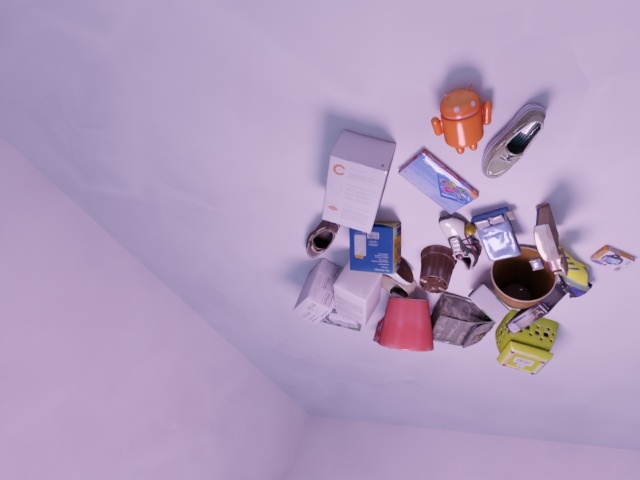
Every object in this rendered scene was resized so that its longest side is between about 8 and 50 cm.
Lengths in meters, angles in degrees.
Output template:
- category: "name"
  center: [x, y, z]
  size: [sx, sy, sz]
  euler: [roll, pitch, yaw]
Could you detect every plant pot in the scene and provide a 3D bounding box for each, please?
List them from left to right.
- category: "plant pot"
  center: [0.430, 0.406, 2.160]
  size: [0.275, 0.243, 0.275]
  euler: [4, 174, 0]
- category: "plant pot"
  center: [0.513, 0.135, 1.931]
  size: [0.167, 0.165, 0.167]
  euler: [14, 141, 12]
- category: "plant pot"
  center: [0.827, 0.189, 1.812]
  size: [0.237, 0.237, 0.254]
  euler: [7, 153, 20]
- category: "plant pot"
  center: [0.976, 0.497, 2.084]
  size: [0.228, 0.207, 0.227]
  euler: [16, 141, 11]

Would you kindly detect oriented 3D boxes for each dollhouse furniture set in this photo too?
- category: "dollhouse furniture set"
  center: [0.717, 0.039, 1.619]
  size: [0.304, 0.198, 0.286]
  euler: [-16, 106, 34]

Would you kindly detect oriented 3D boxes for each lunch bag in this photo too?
- category: "lunch bag"
  center: [0.706, 0.411, 2.157]
  size: [0.287, 0.168, 0.235]
  euler: [12, 141, 5]

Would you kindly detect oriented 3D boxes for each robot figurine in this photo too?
- category: "robot figurine"
  center: [0.449, -0.384, 1.390]
  size: [0.158, 0.128, 0.219]
  euler: [18, 145, 38]

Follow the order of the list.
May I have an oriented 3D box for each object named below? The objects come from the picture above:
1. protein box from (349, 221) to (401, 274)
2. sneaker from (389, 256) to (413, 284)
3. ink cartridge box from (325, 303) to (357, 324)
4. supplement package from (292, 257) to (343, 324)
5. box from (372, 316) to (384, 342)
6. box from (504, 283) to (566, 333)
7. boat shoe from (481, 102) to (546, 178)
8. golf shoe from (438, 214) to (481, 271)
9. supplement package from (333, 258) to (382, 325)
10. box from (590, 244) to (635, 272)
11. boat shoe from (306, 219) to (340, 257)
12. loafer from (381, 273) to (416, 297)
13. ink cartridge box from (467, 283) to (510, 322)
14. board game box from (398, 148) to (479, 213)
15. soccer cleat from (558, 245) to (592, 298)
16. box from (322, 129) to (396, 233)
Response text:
- category: "protein box"
  center: [0.240, 0.027, 1.896]
  size: [0.200, 0.136, 0.201]
  euler: [3, 104, 24]
- category: "sneaker"
  center: [0.312, 0.112, 2.065]
  size: [0.290, 0.106, 0.123]
  euler: [42, 142, -5]
- category: "ink cartridge box"
  center: [0.088, 0.403, 2.447]
  size: [0.289, 0.121, 0.211]
  euler: [11, 160, 16]
- category: "supplement package"
  center: [-0.008, 0.265, 2.262]
  size: [0.145, 0.261, 0.204]
  euler: [30, 142, -8]
- category: "box"
  center: [0.408, 0.485, 2.416]
  size: [0.123, 0.128, 0.257]
  euler: [27, 142, -4]
- category: "box"
  center: [0.936, 0.301, 1.898]
  size: [0.056, 0.183, 0.231]
  euler: [51, 145, 17]
- category: "boat shoe"
  center: [0.618, -0.306, 1.424]
  size: [0.109, 0.094, 0.302]
  euler: [21, 141, 3]
- category: "golf shoe"
  center: [0.575, 0.007, 1.788]
  size: [0.105, 0.120, 0.273]
  euler: [-20, 125, 44]
- category: "supplement package"
  center: [0.183, 0.255, 2.127]
  size: [0.175, 0.177, 0.293]
  euler: [25, 151, 20]
- category: "box"
  center: [1.122, 0.075, 1.665]
  size: [0.136, 0.028, 0.081]
  euler: [24, 141, 2]
- category: "boat shoe"
  center: [0.000, 0.000, 2.085]
  size: [0.117, 0.096, 0.324]
  euler: [29, 141, -7]
- category: "loafer"
  center: [0.340, 0.208, 2.158]
  size: [0.269, 0.092, 0.101]
  euler: [15, 139, 9]
- category: "ink cartridge box"
  center: [0.735, 0.272, 1.916]
  size: [0.087, 0.208, 0.153]
  euler: [-46, 75, 9]
- category: "board game box"
  center: [0.450, -0.219, 1.663]
  size: [0.281, 0.027, 0.145]
  euler: [35, 142, -14]
- category: "soccer cleat"
  center: [0.998, 0.109, 1.742]
  size: [0.121, 0.093, 0.289]
  euler: [-33, 115, 12]
- category: "box"
  center: [0.143, -0.222, 1.701]
  size: [0.215, 0.168, 0.345]
  euler: [18, 142, 8]
